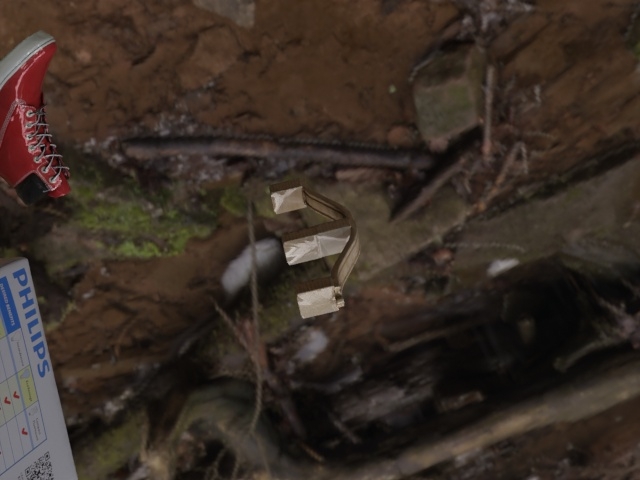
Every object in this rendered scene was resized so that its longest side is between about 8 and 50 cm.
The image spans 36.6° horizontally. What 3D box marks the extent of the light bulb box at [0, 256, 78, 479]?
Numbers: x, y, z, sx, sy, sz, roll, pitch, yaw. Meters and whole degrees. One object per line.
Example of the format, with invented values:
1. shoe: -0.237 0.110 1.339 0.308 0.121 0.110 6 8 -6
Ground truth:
1. light bulb box: -0.533 0.241 1.254 0.225 0.361 0.358 -5 103 18

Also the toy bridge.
1. toy bridge: 0.000 0.000 0.800 0.063 0.188 0.026 -14 122 -3

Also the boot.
1. boot: -0.390 -0.160 1.348 0.244 0.176 0.088 -45 -177 37
